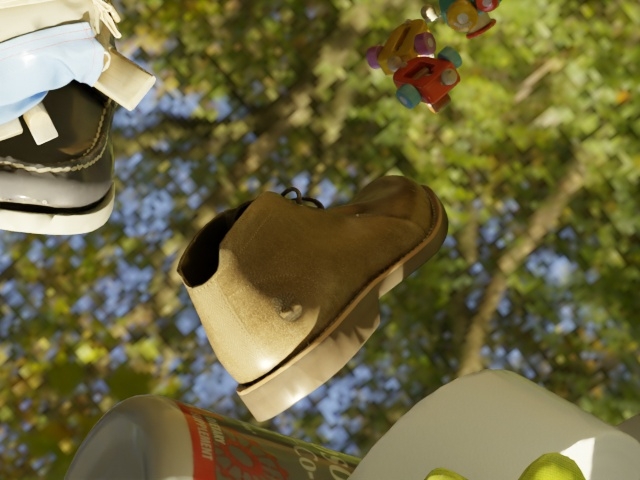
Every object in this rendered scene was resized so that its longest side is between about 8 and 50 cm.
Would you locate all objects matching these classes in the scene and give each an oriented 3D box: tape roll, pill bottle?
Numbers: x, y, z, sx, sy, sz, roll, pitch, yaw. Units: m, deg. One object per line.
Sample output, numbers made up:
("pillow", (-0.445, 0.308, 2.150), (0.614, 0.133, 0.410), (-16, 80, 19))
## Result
("tape roll", (0.102, 0.233, 1.184), (0.100, 0.286, 0.286), (27, -169, 34))
("pill bottle", (-0.018, 0.266, 1.410), (0.363, 0.210, 0.210), (20, -143, -28))

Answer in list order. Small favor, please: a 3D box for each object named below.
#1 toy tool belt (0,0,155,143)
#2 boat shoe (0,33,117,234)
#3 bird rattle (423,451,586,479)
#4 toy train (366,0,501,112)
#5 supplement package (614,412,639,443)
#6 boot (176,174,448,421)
("toy tool belt", (-0.090, -0.043, 0.468), (0.051, 0.083, 0.052), (63, 171, 7))
("boat shoe", (-0.108, -0.060, 0.647), (0.075, 0.065, 0.206), (8, -160, -11))
("bird rattle", (0.042, 0.218, 0.687), (0.207, 0.143, 0.253), (3, -126, 0))
("toy train", (0.108, -0.155, 1.406), (0.125, 0.166, 0.046), (15, 143, 54))
("supplement package", (0.350, 0.238, 1.508), (0.175, 0.293, 0.177), (32, -142, -36))
("boot", (0.000, 0.000, 1.199), (0.115, 0.112, 0.305), (53, -152, -6))
